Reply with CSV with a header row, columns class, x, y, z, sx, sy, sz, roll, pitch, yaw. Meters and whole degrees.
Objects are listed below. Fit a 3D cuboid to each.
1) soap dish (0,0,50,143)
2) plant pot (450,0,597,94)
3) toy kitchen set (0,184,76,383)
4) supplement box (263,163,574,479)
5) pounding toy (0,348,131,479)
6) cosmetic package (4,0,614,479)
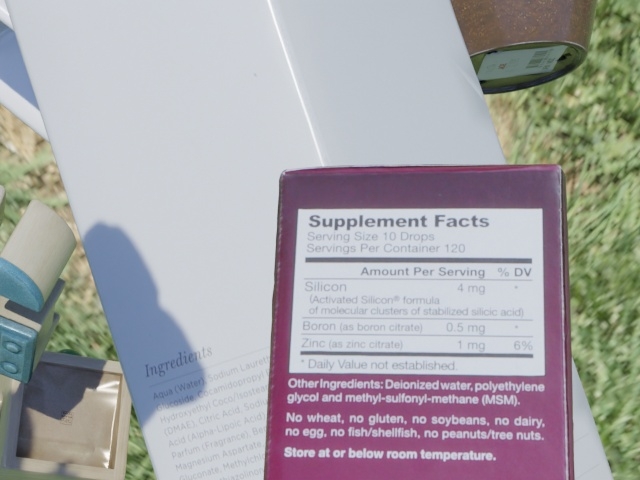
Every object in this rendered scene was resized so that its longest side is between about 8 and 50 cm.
class,x,y,z,sx,sy,sz,roll,pitch,yaw
soap dish,-0.162,-0.140,1.175,0.291,0.229,0.118,38,72,2
plant pot,0.119,-0.230,1.080,0.215,0.215,0.230,-8,77,-2
toy kitchen set,-0.306,0.029,1.135,0.207,0.166,0.122,24,56,0
supplement box,0.028,0.084,0.419,0.081,0.104,0.188,0,66,5
pounding toy,-0.231,0.157,1.394,0.130,0.100,0.141,11,67,-21
cosmetic package,0.000,0.000,0.790,0.156,0.217,0.385,-18,89,29
